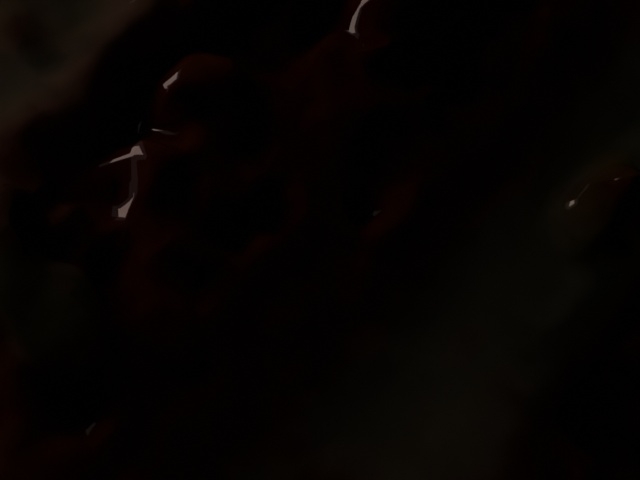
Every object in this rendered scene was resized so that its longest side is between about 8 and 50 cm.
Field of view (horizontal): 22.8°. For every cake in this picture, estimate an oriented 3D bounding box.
[{"bbox_3d":[-0.044,0.025,0.462,0.269,0.319,0.270,-48,5,-30],"label":"cake"}]
